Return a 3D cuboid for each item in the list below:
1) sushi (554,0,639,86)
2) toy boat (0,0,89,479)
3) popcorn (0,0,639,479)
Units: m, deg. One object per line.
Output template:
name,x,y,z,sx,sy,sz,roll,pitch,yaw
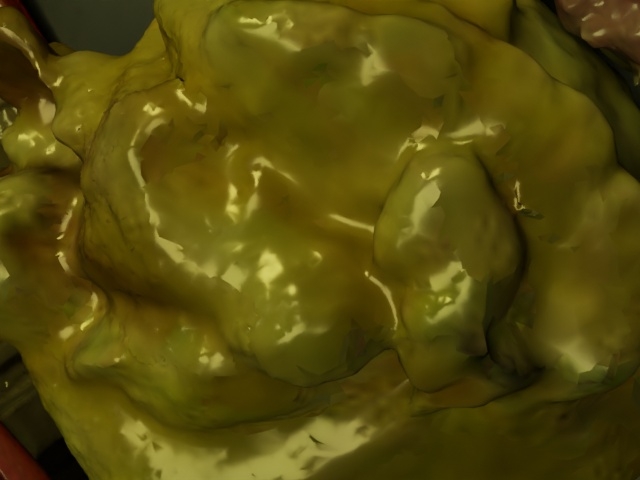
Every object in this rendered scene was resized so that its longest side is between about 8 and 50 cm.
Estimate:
sushi,0.101,-0.116,0.464,0.241,0.161,0.107,41,114,-1
toy boat,-0.110,0.034,0.589,0.079,0.136,0.392,-21,101,38
popcorn,0.000,0.000,0.519,0.266,0.192,0.233,18,126,-9
